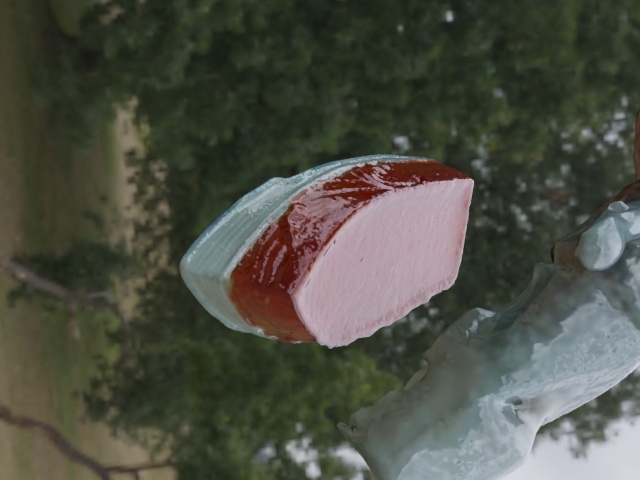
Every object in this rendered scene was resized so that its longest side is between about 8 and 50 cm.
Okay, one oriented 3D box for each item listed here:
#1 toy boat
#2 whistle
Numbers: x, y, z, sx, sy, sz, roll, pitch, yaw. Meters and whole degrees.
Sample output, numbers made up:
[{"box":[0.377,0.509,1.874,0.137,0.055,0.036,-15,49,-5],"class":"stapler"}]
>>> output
[{"box":[0.000,0.000,1.112,0.332,0.133,0.145,-19,121,-58],"class":"toy boat"},{"box":[0.155,-0.015,0.546,0.134,0.346,0.142,51,-4,4],"class":"whistle"}]
